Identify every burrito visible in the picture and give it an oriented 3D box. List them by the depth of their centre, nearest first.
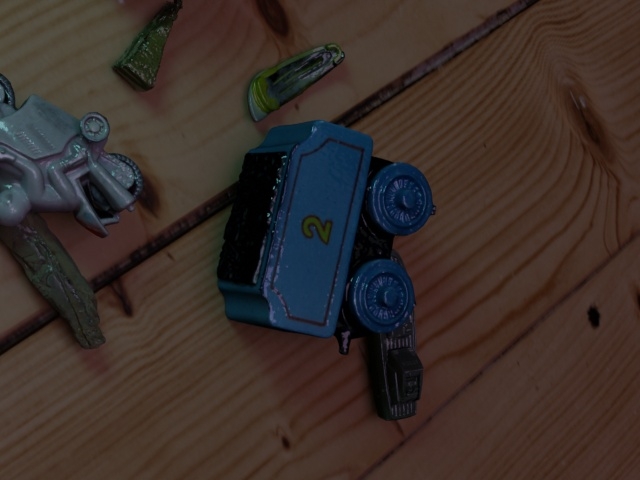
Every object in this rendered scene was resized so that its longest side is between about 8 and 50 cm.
[{"bbox_3d":[-0.339,0.037,1.493,0.058,0.063,0.229,-33,104,10],"label":"burrito"}]

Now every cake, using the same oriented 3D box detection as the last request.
[{"bbox_3d":[-0.229,-0.270,1.580,0.055,0.051,0.140,27,71,-30],"label":"cake"}]

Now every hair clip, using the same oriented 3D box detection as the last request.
[{"bbox_3d":[-0.040,-0.238,1.726,0.188,0.033,0.060,-35,107,-29],"label":"hair clip"}]

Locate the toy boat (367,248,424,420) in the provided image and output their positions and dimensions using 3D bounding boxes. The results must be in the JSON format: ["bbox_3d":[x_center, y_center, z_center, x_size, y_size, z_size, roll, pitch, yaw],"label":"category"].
[{"bbox_3d":[0.113,0.141,1.795,0.078,0.085,0.260,-5,92,-35],"label":"toy boat"}]

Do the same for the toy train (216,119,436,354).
[{"bbox_3d":[0.000,0.000,1.664,0.265,0.188,0.300,15,83,-30],"label":"toy train"}]

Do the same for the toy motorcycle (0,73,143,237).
[{"bbox_3d":[-0.349,-0.089,1.449,0.260,0.110,0.170,34,65,-19],"label":"toy motorcycle"}]
